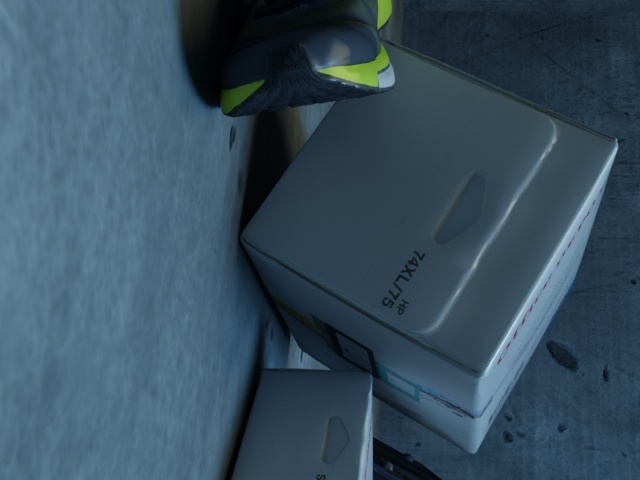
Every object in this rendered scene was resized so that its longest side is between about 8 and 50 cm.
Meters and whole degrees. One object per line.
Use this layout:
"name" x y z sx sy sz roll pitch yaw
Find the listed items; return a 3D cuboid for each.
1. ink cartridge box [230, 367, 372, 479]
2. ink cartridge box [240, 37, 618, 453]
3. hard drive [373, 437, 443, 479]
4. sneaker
"ink cartridge box" -0.009 0.229 0.676 0.160 0.092 0.220 -77 166 -59
"ink cartridge box" 0.091 0.018 0.719 0.198 0.197 0.270 -55 160 -16
"hard drive" 0.068 0.243 0.893 0.054 0.172 0.254 -60 -171 -5
"sneaker" -0.014 -0.167 0.567 0.300 0.111 0.121 -86 165 -61
